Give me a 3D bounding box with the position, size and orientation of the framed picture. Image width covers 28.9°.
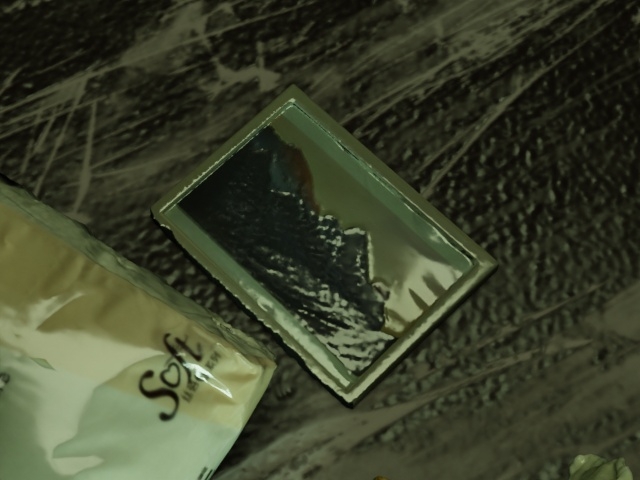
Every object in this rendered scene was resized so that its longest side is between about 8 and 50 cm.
[{"bbox_3d":[0.000,0.000,1.119,0.265,0.018,0.192,42,74,17],"label":"framed picture"}]

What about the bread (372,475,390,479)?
[{"bbox_3d":[0.036,0.255,0.978,0.053,0.074,0.132,20,69,-3],"label":"bread"}]

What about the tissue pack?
[{"bbox_3d":[-0.263,0.155,0.970,0.390,0.195,0.375,28,82,12],"label":"tissue pack"}]

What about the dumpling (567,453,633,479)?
[{"bbox_3d":[0.184,0.272,0.900,0.147,0.193,0.258,16,70,3],"label":"dumpling"}]
